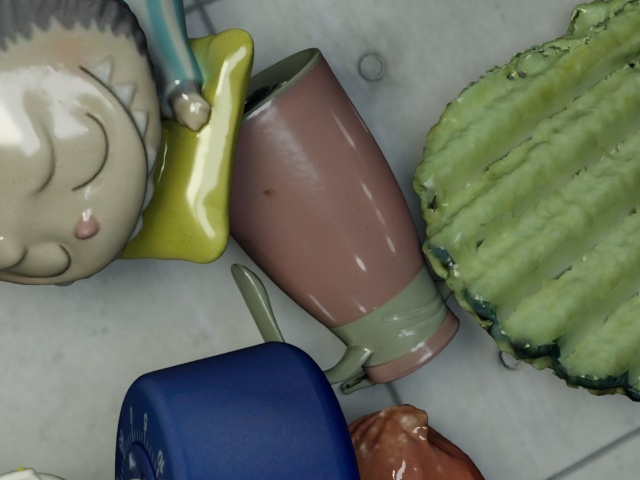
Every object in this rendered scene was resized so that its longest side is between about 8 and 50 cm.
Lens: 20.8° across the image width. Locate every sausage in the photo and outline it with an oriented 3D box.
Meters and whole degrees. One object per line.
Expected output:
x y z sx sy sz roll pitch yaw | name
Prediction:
0.090 0.256 1.414 0.148 0.148 0.254 -23 87 -11 | sausage

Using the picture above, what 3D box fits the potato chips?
0.287 -0.030 1.471 0.429 0.070 0.358 -35 89 -26 | potato chips

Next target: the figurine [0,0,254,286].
-0.257 -0.157 1.241 0.377 0.266 0.361 11 71 -45 | figurine

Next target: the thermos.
0.000 0.000 1.406 0.176 0.146 0.265 -39 104 -25 | thermos

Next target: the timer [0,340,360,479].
-0.181 0.221 1.270 0.383 0.270 0.270 -4 88 -19 | timer
